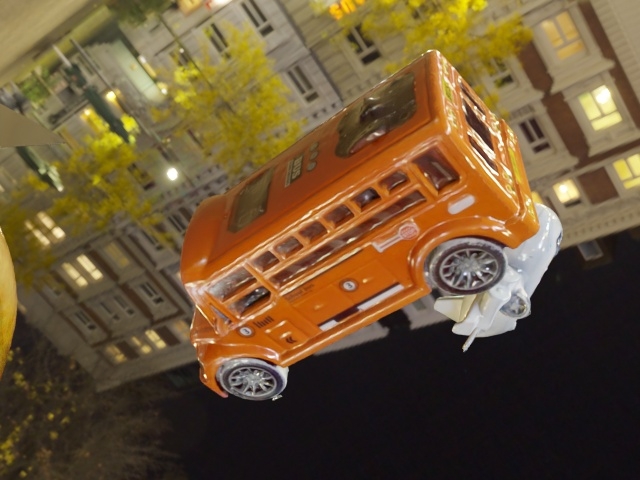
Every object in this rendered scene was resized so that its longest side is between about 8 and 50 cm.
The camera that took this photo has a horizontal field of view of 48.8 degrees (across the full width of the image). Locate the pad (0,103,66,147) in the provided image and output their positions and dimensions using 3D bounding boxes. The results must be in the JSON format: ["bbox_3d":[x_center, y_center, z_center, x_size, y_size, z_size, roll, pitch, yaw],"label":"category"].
[{"bbox_3d":[-0.553,-0.202,1.182,0.004,0.181,0.267,-61,180,11],"label":"pad"}]

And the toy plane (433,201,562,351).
[{"bbox_3d":[0.239,0.045,0.948,0.245,0.117,0.245,-54,164,-23],"label":"toy plane"}]

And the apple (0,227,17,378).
[{"bbox_3d":[-0.419,0.058,0.515,0.333,0.401,0.400,-13,-155,8],"label":"apple"}]

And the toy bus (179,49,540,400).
[{"bbox_3d":[0.000,0.000,0.580,0.329,0.153,0.143,-31,-147,29],"label":"toy bus"}]
